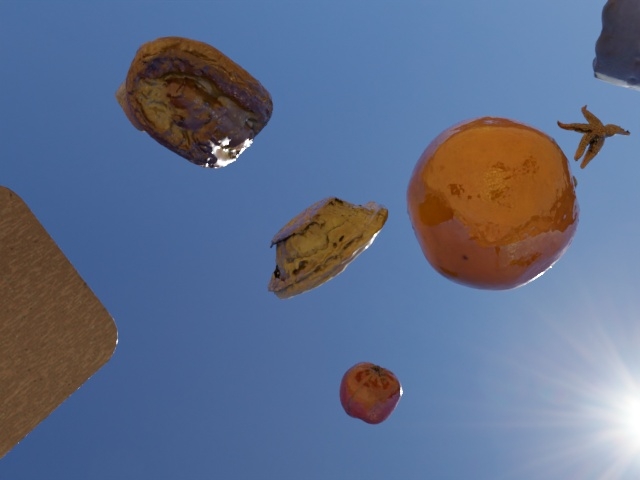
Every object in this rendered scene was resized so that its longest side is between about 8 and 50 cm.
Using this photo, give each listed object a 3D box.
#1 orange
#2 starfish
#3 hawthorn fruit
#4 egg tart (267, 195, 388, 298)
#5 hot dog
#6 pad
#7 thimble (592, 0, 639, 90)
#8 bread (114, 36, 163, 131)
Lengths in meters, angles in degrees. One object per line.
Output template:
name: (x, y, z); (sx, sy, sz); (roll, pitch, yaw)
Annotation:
orange: (0.300, -0.067, 1.137); (0.311, 0.312, 0.312); (5, -134, -5)
starfish: (0.506, -0.200, 1.170); (0.130, 0.041, 0.133); (-7, -111, -2)
hawthorn fruit: (0.099, 0.307, 1.292); (0.127, 0.128, 0.128); (5, -134, -5)
egg tart: (0.000, 0.000, 1.043); (0.106, 0.241, 0.241); (51, -129, -8)
hot dog: (-0.105, -0.123, 0.585); (0.099, 0.147, 0.065); (-47, -128, 9)
pad: (-0.278, 0.088, 0.444); (0.266, 0.002, 0.176); (-46, -70, -41)
thimble: (0.271, -0.176, 0.459); (0.117, 0.151, 0.127); (20, -118, 25)
bread: (-0.199, -0.182, 0.769); (0.053, 0.132, 0.074); (-36, -87, -32)
